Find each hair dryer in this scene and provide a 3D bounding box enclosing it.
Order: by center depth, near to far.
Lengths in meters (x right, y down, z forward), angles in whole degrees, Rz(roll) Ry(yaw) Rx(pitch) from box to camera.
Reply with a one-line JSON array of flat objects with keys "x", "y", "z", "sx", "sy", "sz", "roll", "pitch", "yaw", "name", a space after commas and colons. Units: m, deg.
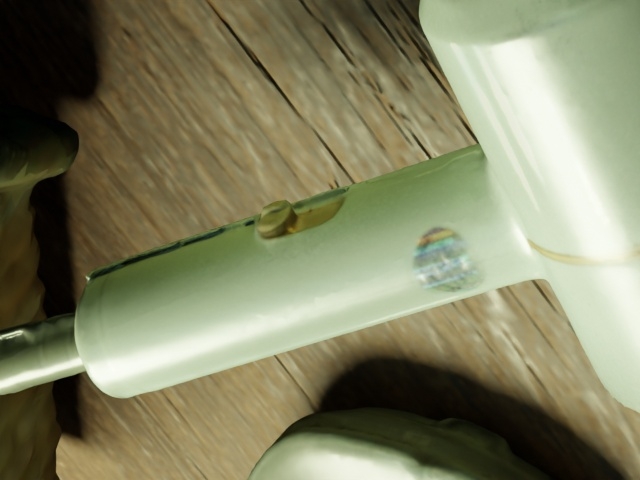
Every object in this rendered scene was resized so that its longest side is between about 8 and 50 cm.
[{"x": 0.000, "y": 0.000, "z": 0.675, "sx": 0.357, "sy": 0.107, "sz": 0.173, "roll": -19, "pitch": 116, "yaw": 23, "name": "hair dryer"}]

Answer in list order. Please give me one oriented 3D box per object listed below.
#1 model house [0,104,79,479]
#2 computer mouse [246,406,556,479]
[{"x": -0.365, "y": 0.022, "z": 0.820, "sx": 0.445, "sy": 0.395, "sz": 0.400, "roll": 20, "pitch": 133, "yaw": 15, "name": "model house"}, {"x": 0.040, "y": 0.216, "z": 0.915, "sx": 0.197, "sy": 0.095, "sz": 0.331, "roll": 18, "pitch": 134, "yaw": 17, "name": "computer mouse"}]
